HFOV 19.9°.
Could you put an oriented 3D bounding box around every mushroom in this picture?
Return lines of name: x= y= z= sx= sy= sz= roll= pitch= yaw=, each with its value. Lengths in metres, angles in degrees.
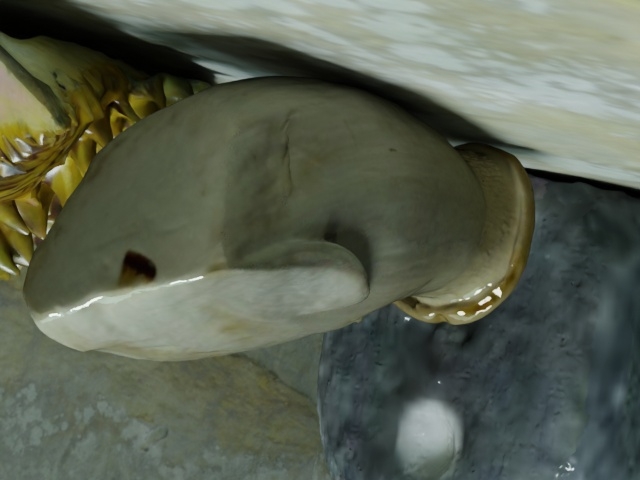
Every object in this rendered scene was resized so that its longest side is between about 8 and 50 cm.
mushroom: x=-0.001 y=-0.009 z=0.706 sx=0.096 sy=0.108 sz=0.247 roll=13 pitch=-169 yaw=36

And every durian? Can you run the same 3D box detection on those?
durian: x=-0.153 y=-0.048 z=0.795 sx=0.305 sy=0.185 sz=0.195 roll=0 pitch=-167 yaw=37

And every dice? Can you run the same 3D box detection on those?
dice: x=0.118 y=0.067 z=0.922 sx=0.182 sy=0.183 sz=0.181 roll=12 pitch=176 yaw=-43
